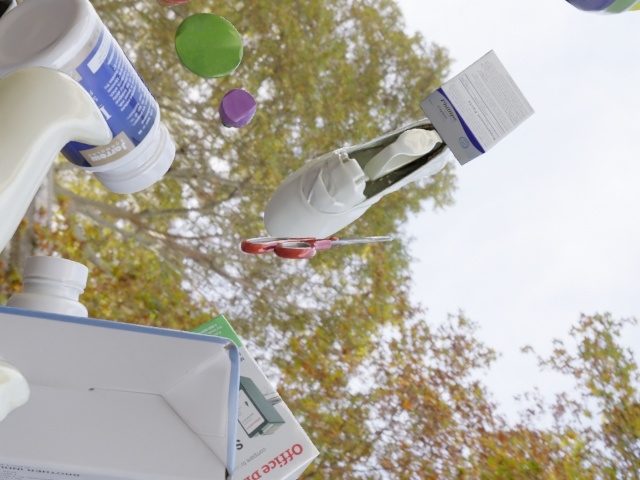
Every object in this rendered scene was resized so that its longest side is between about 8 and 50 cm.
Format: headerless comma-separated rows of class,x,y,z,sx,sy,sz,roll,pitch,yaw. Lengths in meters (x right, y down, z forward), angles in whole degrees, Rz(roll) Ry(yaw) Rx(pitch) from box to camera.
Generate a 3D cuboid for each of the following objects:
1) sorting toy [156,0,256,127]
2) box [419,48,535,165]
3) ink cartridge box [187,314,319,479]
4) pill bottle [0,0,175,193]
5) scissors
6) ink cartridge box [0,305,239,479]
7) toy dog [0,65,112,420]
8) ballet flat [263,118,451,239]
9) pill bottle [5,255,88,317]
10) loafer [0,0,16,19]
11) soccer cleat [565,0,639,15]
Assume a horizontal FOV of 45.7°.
sorting toy,-0.235,-0.370,1.447,0.127,0.366,0.126,-26,179,-24
box,0.250,-0.212,1.216,0.137,0.126,0.072,-37,-176,-27
ink cartridge box,-0.173,0.299,1.233,0.211,0.121,0.289,-27,-109,-35
pill bottle,-0.311,-0.189,1.027,0.153,0.265,0.153,-10,-125,15
scissors,0.000,0.000,1.162,0.109,0.297,0.021,7,-80,32
ink cartridge box,-0.259,0.238,0.815,0.395,0.270,0.151,117,-21,-50
toy dog,-0.319,-0.055,0.422,0.284,0.395,0.408,-131,-133,-73
ballet flat,0.078,-0.124,1.346,0.400,0.139,0.139,-27,-142,-22
pill bottle,-0.455,0.148,1.249,0.131,0.131,0.229,-5,-110,35
loafer,-0.515,-0.237,0.939,0.111,0.112,0.319,-36,-171,45
soccer cleat,0.336,-0.259,0.644,0.289,0.121,0.093,0,-99,50
